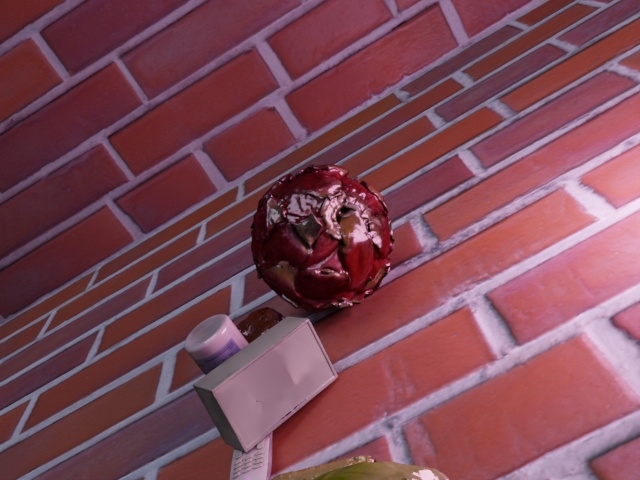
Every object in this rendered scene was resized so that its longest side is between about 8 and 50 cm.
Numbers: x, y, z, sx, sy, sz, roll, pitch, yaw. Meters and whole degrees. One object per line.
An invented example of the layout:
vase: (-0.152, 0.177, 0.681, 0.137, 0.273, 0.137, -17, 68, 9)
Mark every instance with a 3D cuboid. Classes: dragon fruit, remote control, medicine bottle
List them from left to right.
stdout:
medicine bottle: (-0.172, 0.242, 1.359, 0.103, 0.186, 0.102, -27, 23, 12)
remote control: (-0.111, 0.374, 1.199, 0.073, 0.044, 0.229, -28, 14, 5)
dragon fruit: (0.003, 0.001, 1.481, 0.329, 0.329, 0.329, -28, 22, 13)

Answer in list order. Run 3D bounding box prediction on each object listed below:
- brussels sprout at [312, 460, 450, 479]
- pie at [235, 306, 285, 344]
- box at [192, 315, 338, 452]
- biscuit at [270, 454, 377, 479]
brussels sprout: (0.057, 0.361, 0.789, 0.244, 0.244, 0.244, -28, 22, 13)
pie: (-0.151, 0.222, 1.556, 0.182, 0.049, 0.182, -32, 23, 16)
box: (-0.096, 0.251, 1.256, 0.225, 0.129, 0.086, -33, 16, -30)
biscuit: (0.003, 0.369, 1.039, 0.188, 0.052, 0.056, -23, 36, 25)
